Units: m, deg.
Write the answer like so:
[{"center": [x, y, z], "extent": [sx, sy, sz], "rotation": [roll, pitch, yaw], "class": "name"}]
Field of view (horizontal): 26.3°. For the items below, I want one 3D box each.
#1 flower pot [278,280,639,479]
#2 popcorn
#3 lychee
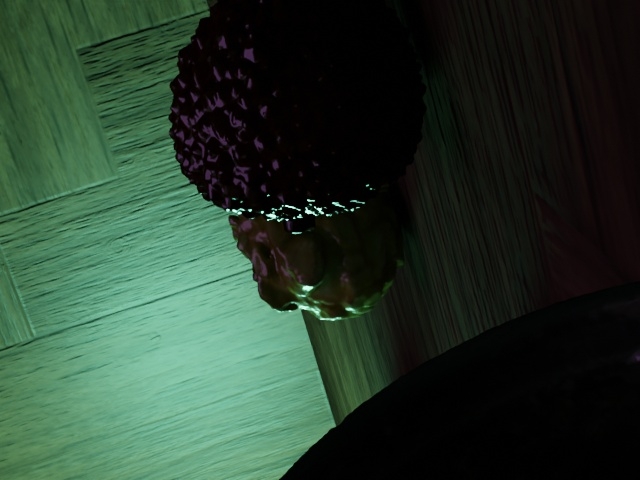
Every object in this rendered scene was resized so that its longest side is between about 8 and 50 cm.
[{"center": [0.063, 0.094, 0.259], "extent": [0.107, 0.157, 0.157], "rotation": [60, 180, -20], "class": "flower pot"}, {"center": [0.000, 0.000, 0.878], "extent": [0.121, 0.116, 0.106], "rotation": [20, 155, 28], "class": "popcorn"}, {"center": [-0.011, -0.070, 0.641], "extent": [0.123, 0.123, 0.129], "rotation": [97, 161, -80], "class": "lychee"}]
